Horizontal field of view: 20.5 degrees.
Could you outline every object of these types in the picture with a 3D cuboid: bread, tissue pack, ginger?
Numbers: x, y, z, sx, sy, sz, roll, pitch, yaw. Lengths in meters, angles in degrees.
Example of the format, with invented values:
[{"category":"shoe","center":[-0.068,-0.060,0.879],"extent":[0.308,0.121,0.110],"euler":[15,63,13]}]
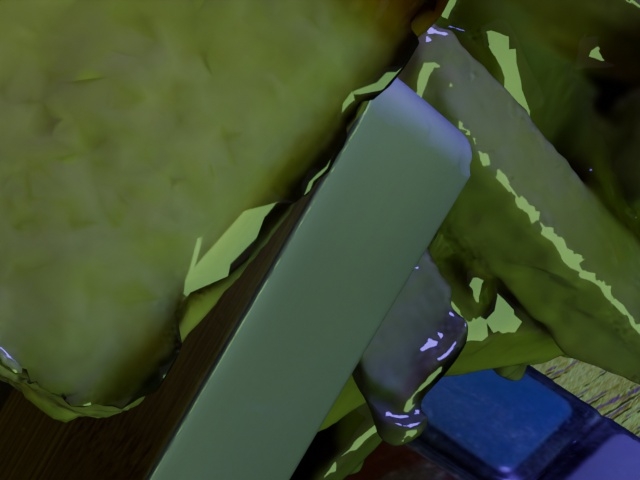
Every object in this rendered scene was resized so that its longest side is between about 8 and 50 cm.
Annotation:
[{"category":"bread","center":[-0.067,-0.124,0.395],"extent":[0.263,0.236,0.198],"euler":[-55,156,-9]},{"category":"tissue pack","center":[-0.078,0.022,0.654],"extent":[0.246,0.159,0.136],"euler":[-60,158,2]},{"category":"ginger","center":[0.109,-0.016,0.847],"extent":[0.413,0.211,0.358],"euler":[-55,152,1]}]

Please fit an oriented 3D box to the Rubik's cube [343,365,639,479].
[{"category":"Rubik's cube","center":[0.097,0.334,1.129],"extent":[0.359,0.363,0.362],"euler":[-34,146,-39]}]
